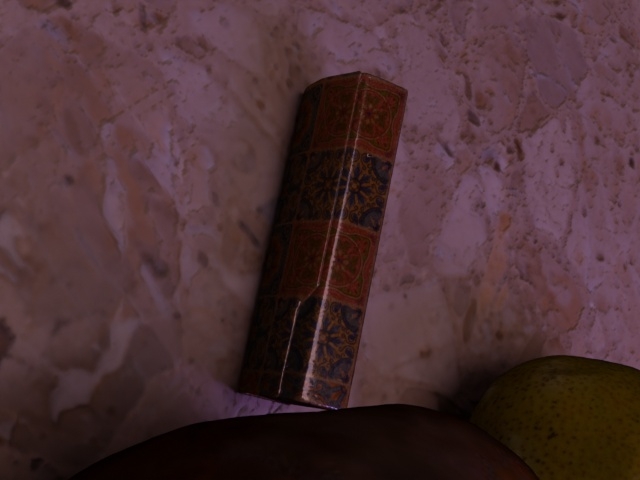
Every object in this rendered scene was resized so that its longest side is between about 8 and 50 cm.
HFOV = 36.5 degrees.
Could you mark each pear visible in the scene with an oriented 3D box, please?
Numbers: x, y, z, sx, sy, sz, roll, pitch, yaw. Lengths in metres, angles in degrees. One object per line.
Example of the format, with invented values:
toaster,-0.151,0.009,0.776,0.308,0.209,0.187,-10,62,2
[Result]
pear,0.189,0.176,0.693,0.198,0.198,0.198,3,84,-32

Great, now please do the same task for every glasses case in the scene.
glasses case,0.000,0.000,0.646,0.049,0.075,0.218,18,77,-27

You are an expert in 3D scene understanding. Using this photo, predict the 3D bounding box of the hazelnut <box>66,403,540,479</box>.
hazelnut,-0.034,0.242,0.446,0.366,0.366,0.365,3,84,-32
